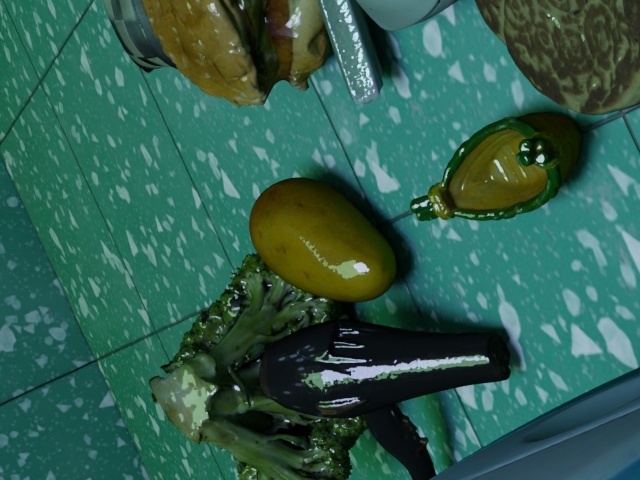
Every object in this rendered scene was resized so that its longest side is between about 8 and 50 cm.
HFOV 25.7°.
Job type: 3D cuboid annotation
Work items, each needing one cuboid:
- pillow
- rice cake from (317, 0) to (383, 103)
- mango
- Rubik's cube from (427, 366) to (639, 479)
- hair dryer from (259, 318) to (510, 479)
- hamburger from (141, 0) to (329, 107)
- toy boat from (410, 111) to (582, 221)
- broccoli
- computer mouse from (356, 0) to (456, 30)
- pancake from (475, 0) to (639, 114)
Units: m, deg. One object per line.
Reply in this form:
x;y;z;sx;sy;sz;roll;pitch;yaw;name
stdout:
-0.213;-0.301;1.800;0.250;0.106;0.186;18;129;64;pillow
0.020;-0.251;1.421;0.080;0.042;0.221;-72;-34;-68;rice cake
0.000;0.000;1.637;0.253;0.113;0.138;25;135;53;mango
0.282;0.277;1.032;0.347;0.351;0.352;64;158;4;Rubik's cube
0.122;0.215;1.610;0.304;0.120;0.359;-8;134;30;hair dryer
-0.105;-0.323;1.495;0.330;0.162;0.209;66;158;11;hamburger
0.163;-0.061;1.277;0.089;0.088;0.229;64;155;2;toy boat
-0.070;0.180;1.765;0.321;0.283;0.304;41;115;29;broccoli
0.058;-0.269;1.251;0.159;0.097;0.288;71;162;-6;computer mouse
0.195;-0.212;1.140;0.250;0.031;0.250;46;150;38;pancake
